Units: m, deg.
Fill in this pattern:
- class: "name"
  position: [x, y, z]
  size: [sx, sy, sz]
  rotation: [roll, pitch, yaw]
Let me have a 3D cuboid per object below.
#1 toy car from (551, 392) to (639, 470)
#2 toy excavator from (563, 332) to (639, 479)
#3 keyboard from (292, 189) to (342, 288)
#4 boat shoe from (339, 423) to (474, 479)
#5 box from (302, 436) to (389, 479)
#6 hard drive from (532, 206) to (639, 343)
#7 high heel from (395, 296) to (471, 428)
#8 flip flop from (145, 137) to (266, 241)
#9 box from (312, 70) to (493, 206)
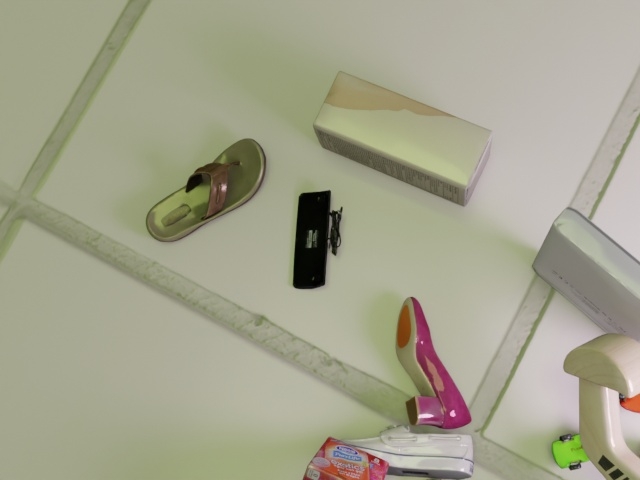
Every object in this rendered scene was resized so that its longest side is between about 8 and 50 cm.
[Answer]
- class: "toy car"
  position: [0.513, 0.343, 1.614]
  size: [0.225, 0.053, 0.239]
  rotation: [-18, 76, 4]
- class: "toy excavator"
  position: [0.517, 0.429, 1.464]
  size: [0.222, 0.433, 0.445]
  rotation: [-18, 46, -35]
- class: "keyboard"
  position: [0.000, 0.000, 1.776]
  size: [0.100, 0.038, 0.192]
  rotation: [-2, 78, 31]
- class: "boat shoe"
  position: [0.144, 0.371, 1.649]
  size: [0.258, 0.095, 0.084]
  rotation: [5, 63, 6]
- class: "box"
  position: [0.013, 0.485, 1.570]
  size: [0.123, 0.128, 0.256]
  rotation: [21, 105, 11]
- class: "hard drive"
  position: [0.464, 0.073, 1.522]
  size: [0.233, 0.353, 0.047]
  rotation: [42, 86, 14]
- class: "high heel"
  position: [0.209, 0.222, 1.685]
  size: [0.117, 0.082, 0.244]
  rotation: [5, 61, -23]
- class: "flip flop"
  position: [-0.225, -0.097, 1.796]
  size: [0.277, 0.080, 0.112]
  rotation: [-33, 76, 0]
- class: "box"
  position: [0.156, -0.188, 1.730]
  size: [0.311, 0.148, 0.121]
  rotation: [24, 82, 11]
